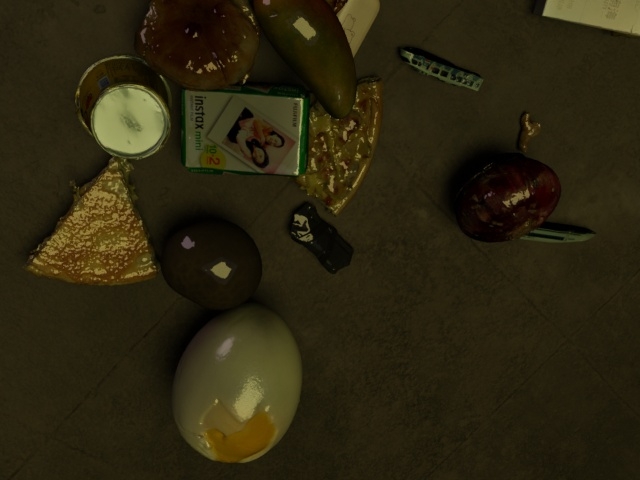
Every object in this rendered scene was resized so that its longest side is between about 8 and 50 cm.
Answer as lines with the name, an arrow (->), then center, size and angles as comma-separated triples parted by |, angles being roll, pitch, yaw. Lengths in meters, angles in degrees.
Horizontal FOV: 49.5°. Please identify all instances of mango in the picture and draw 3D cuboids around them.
mango -> -0.015, -0.366, 1.294 | 0.129, 0.146, 0.289 | -29, 131, 10

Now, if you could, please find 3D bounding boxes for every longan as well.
longan -> -0.222, 0.047, 1.444 | 0.212, 0.198, 0.198 | 30, 102, -14

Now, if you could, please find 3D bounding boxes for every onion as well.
onion -> 0.428, -0.097, 1.614 | 0.246, 0.190, 0.246 | -17, 148, -11

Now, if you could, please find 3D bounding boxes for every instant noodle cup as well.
instant noodle cup -> -0.355, -0.236, 1.277 | 0.182, 0.144, 0.182 | -8, 118, -16

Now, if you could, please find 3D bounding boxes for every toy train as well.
toy train -> 0.612, -0.017, 1.800 | 0.251, 0.055, 0.048 | 6, 112, -22
toy train -> 0.256, -0.371, 1.500 | 0.207, 0.043, 0.047 | 13, 113, -25

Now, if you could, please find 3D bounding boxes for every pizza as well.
pizza -> 0.022, -0.204, 1.473 | 0.223, 0.089, 0.323 | 8, 111, -27
pizza -> -0.423, -0.040, 1.394 | 0.280, 0.075, 0.288 | 12, 108, -29

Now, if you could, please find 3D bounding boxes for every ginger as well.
ginger -> 0.499, -0.259, 1.655 | 0.048, 0.030, 0.097 | 3, 114, 9

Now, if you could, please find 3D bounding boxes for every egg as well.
egg -> -0.176, 0.305, 1.529 | 0.283, 0.283, 0.345 | 17, 100, -27

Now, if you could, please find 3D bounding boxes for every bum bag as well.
bum bag -> 0.000, 0.000, 1.585 | 0.197, 0.049, 0.087 | 44, 70, -31

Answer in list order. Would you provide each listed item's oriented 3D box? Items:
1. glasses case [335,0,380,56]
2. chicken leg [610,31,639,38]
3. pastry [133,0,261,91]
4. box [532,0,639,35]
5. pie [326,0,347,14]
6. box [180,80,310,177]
glasses case -> 0.044, -0.416, 1.395 | 0.083, 0.050, 0.196 | 22, 106, -25
chicken leg -> 0.675, -0.527, 1.574 | 0.093, 0.070, 0.178 | -43, 114, 10
pastry -> -0.220, -0.372, 1.247 | 0.229, 0.100, 0.219 | -21, 83, -5
box -> 0.603, -0.540, 1.500 | 0.242, 0.067, 0.155 | 10, 114, -7
pie -> -0.036, -0.450, 1.336 | 0.191, 0.033, 0.088 | 4, 126, -2
box -> -0.146, -0.219, 1.351 | 0.250, 0.103, 0.180 | 3, 114, -1
